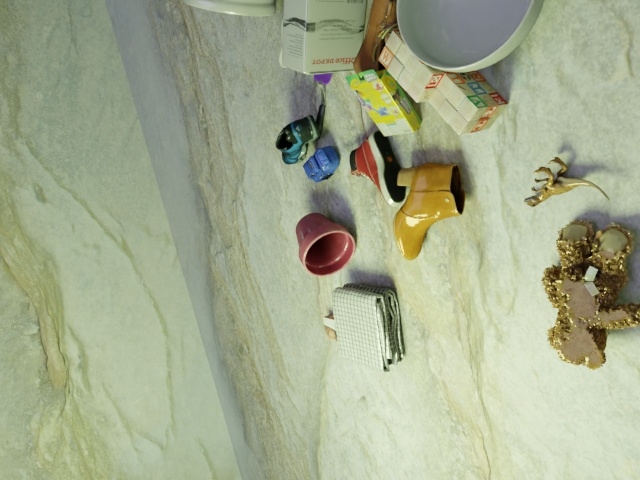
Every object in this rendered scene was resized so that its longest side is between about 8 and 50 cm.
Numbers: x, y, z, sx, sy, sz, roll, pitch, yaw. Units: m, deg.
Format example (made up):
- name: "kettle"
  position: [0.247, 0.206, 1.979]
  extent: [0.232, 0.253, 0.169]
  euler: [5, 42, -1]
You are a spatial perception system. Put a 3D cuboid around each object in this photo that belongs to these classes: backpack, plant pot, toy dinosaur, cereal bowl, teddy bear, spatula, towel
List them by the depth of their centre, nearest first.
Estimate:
- name: "cereal bowl"
  position: [0.351, -0.550, 1.225]
  extent: [0.339, 0.141, 0.338]
  euler: [5, 98, 40]
- name: "teddy bear"
  position: [0.617, 0.117, 1.231]
  extent: [0.245, 0.113, 0.337]
  euler: [-12, 87, 48]
- name: "toy dinosaur"
  position: [0.558, -0.132, 1.240]
  extent: [0.112, 0.064, 0.211]
  euler: [56, 155, -8]
- name: "spatula"
  position: [0.005, -0.485, 1.849]
  extent: [0.084, 0.030, 0.296]
  euler: [32, 128, 38]
- name: "backpack"
  position: [0.005, -0.265, 1.884]
  extent: [0.120, 0.101, 0.098]
  euler: [-37, 81, 50]
- name: "towel"
  position: [0.169, 0.296, 1.887]
  extent: [0.235, 0.121, 0.283]
  euler: [4, 107, 50]
- name: "plant pot"
  position: [0.000, 0.000, 1.941]
  extent: [0.180, 0.202, 0.201]
  euler: [-124, 36, -48]

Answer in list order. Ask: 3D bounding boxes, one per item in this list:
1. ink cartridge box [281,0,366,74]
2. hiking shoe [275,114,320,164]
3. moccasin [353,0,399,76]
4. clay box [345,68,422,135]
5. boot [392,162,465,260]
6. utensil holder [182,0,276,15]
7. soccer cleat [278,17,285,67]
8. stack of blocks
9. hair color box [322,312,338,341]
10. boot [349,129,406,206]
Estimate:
- name: "ink cartridge box"
  position: [0.012, -0.664, 1.595]
  extent: [0.129, 0.223, 0.307]
  euler: [33, 129, 43]
- name: "hiking shoe"
  position: [-0.111, -0.357, 1.949]
  extent: [0.113, 0.132, 0.304]
  euler: [68, 158, 10]
- name: "moccasin"
  position: [0.198, -0.574, 1.455]
  extent: [0.147, 0.139, 0.380]
  euler: [53, 141, 24]
- name: "clay box"
  position: [0.179, -0.399, 1.534]
  extent: [0.127, 0.053, 0.222]
  euler: [6, 143, 52]
- name: "boot"
  position: [0.314, -0.073, 1.542]
  extent: [0.211, 0.104, 0.294]
  euler: [11, 109, 52]
- name: "utensil holder"
  position: [-0.292, -0.980, 1.790]
  extent: [0.328, 0.328, 0.385]
  euler: [38, 131, 39]
- name: "soccer cleat"
  position: [-0.112, -0.707, 1.890]
  extent: [0.076, 0.068, 0.196]
  euler: [42, 128, 43]
- name: "stack of blocks"
  position: [0.305, -0.402, 1.357]
  extent: [0.297, 0.171, 0.087]
  euler: [56, 142, 22]
- name: "hair color box"
  position: [0.085, 0.341, 2.073]
  extent: [0.167, 0.053, 0.093]
  euler: [3, 107, 54]
- name: "boot"
  position: [0.172, -0.199, 1.702]
  extent: [0.176, 0.088, 0.244]
  euler: [-35, 68, 54]
